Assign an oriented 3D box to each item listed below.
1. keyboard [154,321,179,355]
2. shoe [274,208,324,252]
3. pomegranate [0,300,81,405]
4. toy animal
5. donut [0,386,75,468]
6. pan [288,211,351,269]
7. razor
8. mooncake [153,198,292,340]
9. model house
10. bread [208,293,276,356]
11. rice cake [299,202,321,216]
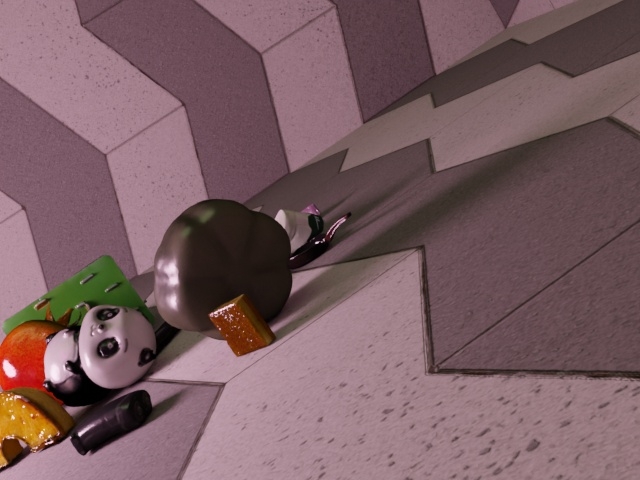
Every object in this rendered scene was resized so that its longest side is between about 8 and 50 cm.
[{"bbox_3d":[-0.371,0.225,2.119,0.106,0.027,0.317,-33,9,24],"label":"keyboard"},{"bbox_3d":[-0.068,-0.001,2.126,0.110,0.095,0.265,1,-16,-14],"label":"shoe"},{"bbox_3d":[-0.646,0.275,2.136,0.221,0.220,0.257,-14,52,62],"label":"pomegranate"},{"bbox_3d":[-0.458,0.237,1.907,0.235,0.165,0.187,-29,50,23],"label":"toy animal"},{"bbox_3d":[-0.636,0.375,1.865,0.259,0.152,0.101,-26,5,25],"label":"donut"},{"bbox_3d":[0.002,0.002,1.960,0.212,0.040,0.115,-35,6,36],"label":"pan"},{"bbox_3d":[-0.367,0.316,1.580,0.148,0.054,0.090,-30,7,17],"label":"razor"},{"bbox_3d":[-0.173,0.054,1.653,0.275,0.275,0.135,-38,27,-27],"label":"mooncake"},{"bbox_3d":[-0.651,0.221,2.445,0.357,0.243,0.313,-38,8,-18],"label":"model house"},{"bbox_3d":[-0.134,0.146,1.545,0.090,0.094,0.035,-27,10,44],"label":"bread"},{"bbox_3d":[-0.086,-0.035,2.417,0.206,0.047,0.036,-29,5,20],"label":"rice cake"}]
